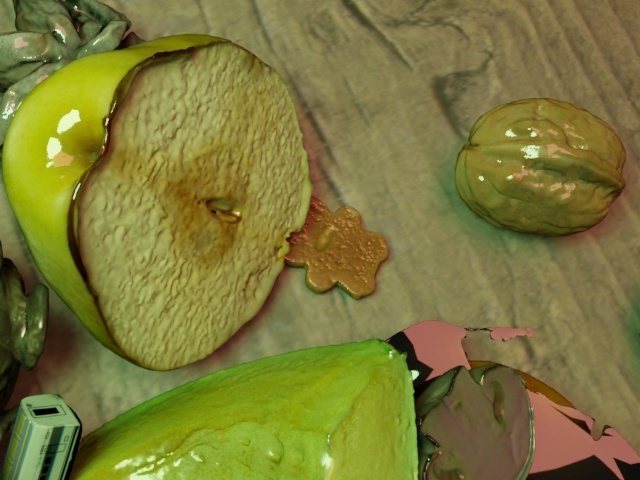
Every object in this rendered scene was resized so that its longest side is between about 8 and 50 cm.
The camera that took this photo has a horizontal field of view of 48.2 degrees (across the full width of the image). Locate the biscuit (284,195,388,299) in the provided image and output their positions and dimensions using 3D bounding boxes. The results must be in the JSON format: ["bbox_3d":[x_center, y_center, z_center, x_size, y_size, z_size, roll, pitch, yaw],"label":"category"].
[{"bbox_3d":[0.001,0.006,0.950,0.184,0.027,0.133,16,67,-10],"label":"biscuit"}]

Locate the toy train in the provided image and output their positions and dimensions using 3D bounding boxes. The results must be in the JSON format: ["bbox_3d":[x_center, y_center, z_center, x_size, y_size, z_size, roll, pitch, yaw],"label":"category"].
[{"bbox_3d":[-0.284,0.266,0.671,0.055,0.251,0.048,31,18,37],"label":"toy train"}]

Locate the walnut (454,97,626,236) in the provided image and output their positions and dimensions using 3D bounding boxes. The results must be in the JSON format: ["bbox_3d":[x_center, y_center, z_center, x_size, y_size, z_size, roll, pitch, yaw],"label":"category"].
[{"bbox_3d":[0.310,-0.101,1.002,0.245,0.198,0.198,15,66,-8],"label":"walnut"}]

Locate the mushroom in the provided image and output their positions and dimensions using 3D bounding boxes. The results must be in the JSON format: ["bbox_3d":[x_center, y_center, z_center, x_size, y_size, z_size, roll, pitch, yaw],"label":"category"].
[{"bbox_3d":[0.145,0.223,0.768,0.141,0.117,0.188,45,53,-1],"label":"mushroom"}]

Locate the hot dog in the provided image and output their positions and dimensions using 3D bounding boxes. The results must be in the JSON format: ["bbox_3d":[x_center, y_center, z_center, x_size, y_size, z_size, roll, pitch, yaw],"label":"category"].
[{"bbox_3d":[0.219,0.218,0.891,0.194,0.107,0.326,-42,81,-9],"label":"hot dog"}]

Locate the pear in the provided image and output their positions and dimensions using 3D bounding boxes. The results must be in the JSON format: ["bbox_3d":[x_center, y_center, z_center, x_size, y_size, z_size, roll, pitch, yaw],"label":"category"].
[{"bbox_3d":[-0.182,-0.051,0.759,0.191,0.386,0.340,15,79,26],"label":"pear"}]

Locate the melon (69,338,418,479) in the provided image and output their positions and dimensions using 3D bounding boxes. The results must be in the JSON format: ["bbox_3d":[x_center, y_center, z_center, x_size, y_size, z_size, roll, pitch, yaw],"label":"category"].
[{"bbox_3d":[-0.101,0.251,0.702,0.226,0.344,0.331,19,72,-51],"label":"melon"}]

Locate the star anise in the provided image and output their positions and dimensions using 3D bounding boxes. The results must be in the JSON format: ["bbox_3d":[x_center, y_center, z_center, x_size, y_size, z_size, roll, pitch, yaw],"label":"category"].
[{"bbox_3d":[-0.315,-0.205,0.862,0.360,0.139,0.315,-1,65,-25],"label":"star anise"}]

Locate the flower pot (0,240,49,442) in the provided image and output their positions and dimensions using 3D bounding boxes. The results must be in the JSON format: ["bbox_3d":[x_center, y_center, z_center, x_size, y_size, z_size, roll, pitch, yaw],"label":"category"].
[{"bbox_3d":[-0.409,0.104,0.676,0.302,0.213,0.301,6,69,-15],"label":"flower pot"}]
